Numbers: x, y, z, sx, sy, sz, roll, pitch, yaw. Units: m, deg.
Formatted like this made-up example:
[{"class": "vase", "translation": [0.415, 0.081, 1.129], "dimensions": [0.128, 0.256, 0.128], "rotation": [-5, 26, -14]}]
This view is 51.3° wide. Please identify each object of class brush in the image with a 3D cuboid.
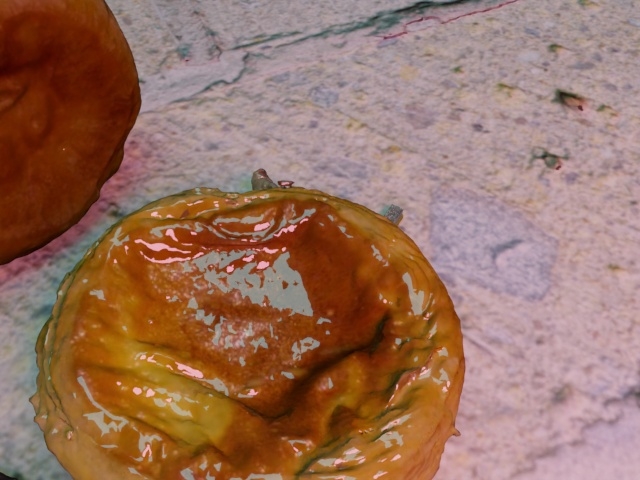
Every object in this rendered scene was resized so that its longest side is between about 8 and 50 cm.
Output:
[{"class": "brush", "translation": [0.065, -0.006, 0.726], "dimensions": [0.019, 0.021, 0.083], "rotation": [27, 58, 16]}]

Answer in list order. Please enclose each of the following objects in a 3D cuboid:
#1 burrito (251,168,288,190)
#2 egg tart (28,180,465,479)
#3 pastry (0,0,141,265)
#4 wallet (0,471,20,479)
[{"class": "burrito", "translation": [-0.001, 0.002, 0.696], "dimensions": [0.058, 0.063, 0.229], "rotation": [-10, 45, -43]}, {"class": "egg tart", "translation": [-0.056, 0.101, 0.564], "dimensions": [0.352, 0.150, 0.351], "rotation": [0, 53, 0]}, {"class": "pastry", "translation": [-0.340, -0.129, 0.644], "dimensions": [0.164, 0.356, 0.356], "rotation": [32, 59, 30]}, {"class": "wallet", "translation": [-0.254, 0.211, 0.502], "dimensions": [0.244, 0.124, 0.025], "rotation": [16, 35, 14]}]
